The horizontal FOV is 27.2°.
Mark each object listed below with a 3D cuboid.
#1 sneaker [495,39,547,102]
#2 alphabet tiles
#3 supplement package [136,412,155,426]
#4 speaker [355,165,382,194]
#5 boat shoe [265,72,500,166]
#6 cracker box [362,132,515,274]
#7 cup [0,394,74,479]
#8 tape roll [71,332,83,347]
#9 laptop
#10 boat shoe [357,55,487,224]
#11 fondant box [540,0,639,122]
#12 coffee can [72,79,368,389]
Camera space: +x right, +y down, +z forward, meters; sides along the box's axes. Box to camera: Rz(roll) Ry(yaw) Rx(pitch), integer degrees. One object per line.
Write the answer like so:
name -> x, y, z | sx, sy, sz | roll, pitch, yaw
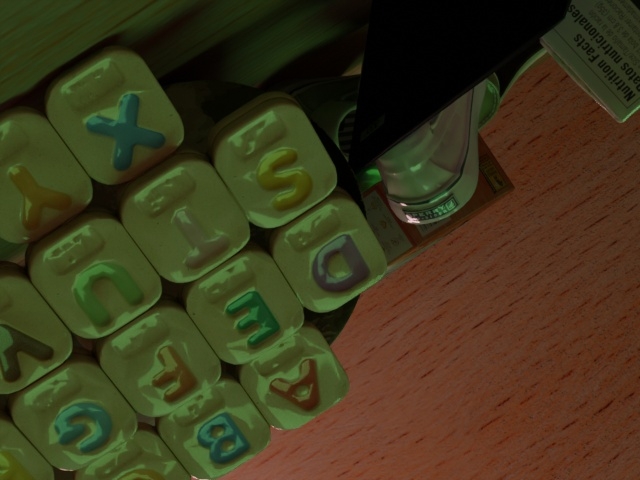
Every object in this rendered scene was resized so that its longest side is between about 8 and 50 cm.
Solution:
sneaker -> 0.169, -0.187, 1.570 | 0.290, 0.106, 0.123 | -34, 177, -31
alphabet tiles -> -0.107, 0.042, 0.728 | 0.284, 0.278, 0.021 | -32, -144, -3
supplement package -> -0.199, 0.107, 1.563 | 0.194, 0.203, 0.149 | -34, 179, 7
speaker -> -0.059, -0.039, 1.250 | 0.296, 0.131, 0.131 | -32, 179, -20
boat shoe -> 0.074, -0.104, 1.164 | 0.094, 0.109, 0.302 | 19, -154, 39
cracker box -> 0.041, 0.004, 1.175 | 0.156, 0.067, 0.232 | -29, 175, -45
cup -> -0.359, 0.232, 1.077 | 0.331, 0.331, 0.237 | -34, 154, 34
tape roll -> -0.252, 0.135, 1.287 | 0.219, 0.072, 0.219 | -42, -166, 13
laptop -> 0.148, -0.174, 0.851 | 0.264, 0.136, 0.234 | -19, 172, -34
boat shoe -> 0.074, -0.126, 0.998 | 0.095, 0.084, 0.258 | -21, -142, 15
fondant box -> 0.291, -0.244, 0.870 | 0.330, 0.096, 0.238 | -41, -172, 22
coffee can -> -0.079, 0.011, 0.943 | 0.201, 0.201, 0.275 | -33, 179, -6
